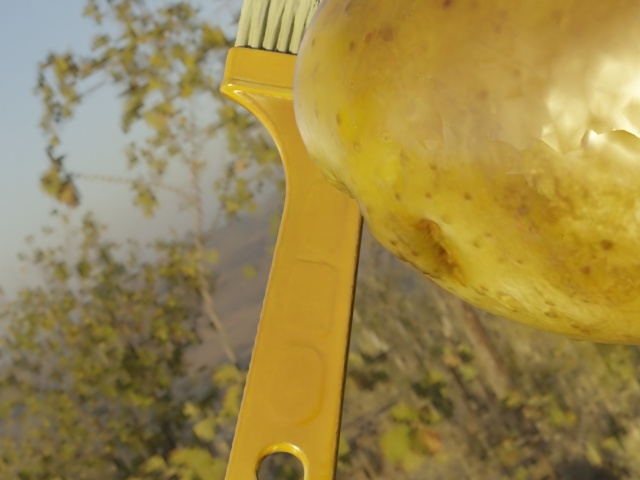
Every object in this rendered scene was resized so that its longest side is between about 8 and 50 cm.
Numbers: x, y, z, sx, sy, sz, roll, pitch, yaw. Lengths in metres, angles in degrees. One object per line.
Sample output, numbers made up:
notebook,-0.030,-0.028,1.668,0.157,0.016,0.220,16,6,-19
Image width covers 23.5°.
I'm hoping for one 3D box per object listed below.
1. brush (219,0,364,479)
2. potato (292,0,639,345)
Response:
brush,0.000,0.000,0.610,0.103,0.272,0.013,8,-29,2
potato,0.154,-0.114,0.338,0.369,0.195,0.176,-40,7,9
